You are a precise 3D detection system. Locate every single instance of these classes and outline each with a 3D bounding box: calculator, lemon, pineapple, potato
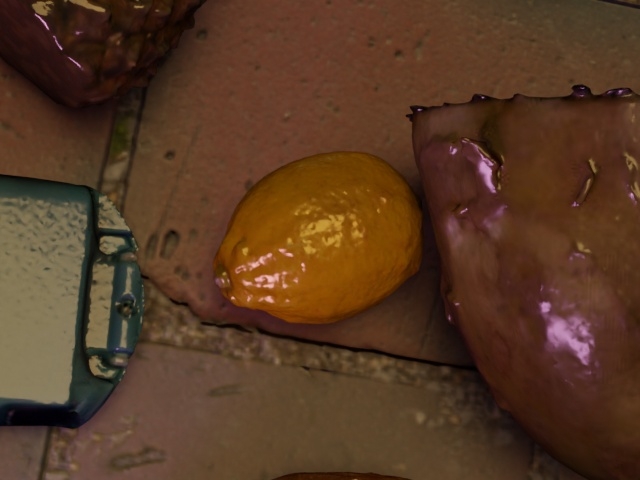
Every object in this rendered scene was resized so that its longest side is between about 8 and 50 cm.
[{"bbox_3d":[-0.262,0.035,0.756,0.293,0.051,0.173,5,75,-8],"label":"calculator"},{"bbox_3d":[0.000,0.000,0.782,0.155,0.114,0.114,-19,79,-14],"label":"lemon"},{"bbox_3d":[-0.102,-0.248,0.820,0.169,0.169,0.340,39,65,2],"label":"pineapple"},{"bbox_3d":[0.202,0.045,0.745,0.288,0.301,0.237,2,85,32],"label":"potato"}]

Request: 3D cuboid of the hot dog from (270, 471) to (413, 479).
[{"bbox_3d":[0.011,0.198,0.753,0.147,0.065,0.099,5,83,-11],"label":"hot dog"}]
